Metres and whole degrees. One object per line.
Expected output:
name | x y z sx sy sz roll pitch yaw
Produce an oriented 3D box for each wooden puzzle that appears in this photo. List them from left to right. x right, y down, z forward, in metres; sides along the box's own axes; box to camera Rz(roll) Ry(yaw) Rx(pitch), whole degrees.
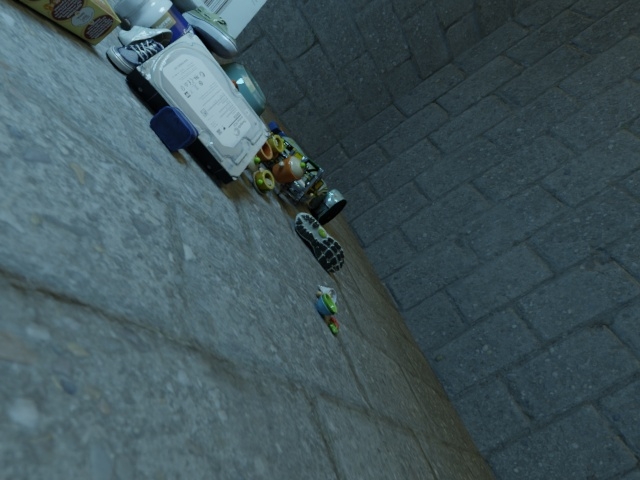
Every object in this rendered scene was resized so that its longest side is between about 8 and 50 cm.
wooden puzzle | -0.247 -0.629 2.542 0.347 0.081 0.322 57 10 8

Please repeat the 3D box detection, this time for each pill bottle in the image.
pill bottle | -0.466 -0.618 1.217 0.264 0.153 0.153 47 13 -40

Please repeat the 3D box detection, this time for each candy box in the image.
candy box | -0.531 -0.508 0.719 0.182 0.088 0.316 56 9 4

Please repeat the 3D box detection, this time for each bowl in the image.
bowl | -0.347 -0.630 1.734 0.311 0.163 0.311 58 9 -15

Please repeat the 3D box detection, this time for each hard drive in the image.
hard drive | -0.295 -0.343 1.059 0.338 0.064 0.236 52 44 -28

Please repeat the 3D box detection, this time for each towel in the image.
towel | -0.125 -0.357 1.977 0.374 0.090 0.320 50 20 0

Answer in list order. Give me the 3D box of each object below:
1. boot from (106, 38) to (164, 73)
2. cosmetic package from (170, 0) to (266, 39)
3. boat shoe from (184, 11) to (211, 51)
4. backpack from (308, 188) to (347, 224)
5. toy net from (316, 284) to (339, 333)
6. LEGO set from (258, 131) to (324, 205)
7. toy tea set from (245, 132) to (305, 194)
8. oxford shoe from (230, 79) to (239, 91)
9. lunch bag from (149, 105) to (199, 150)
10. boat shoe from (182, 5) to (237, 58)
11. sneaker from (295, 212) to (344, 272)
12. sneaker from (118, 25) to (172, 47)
boot | -0.444 -0.459 0.988 0.069 0.086 0.190 52 10 -21
cosmetic package | -0.432 -0.963 1.529 0.329 0.327 0.394 41 -10 -38
boat shoe | -0.515 -0.766 1.448 0.340 0.158 0.127 57 9 5
backpack | 0.042 -0.192 2.176 0.144 0.189 0.166 59 11 17
toy net | 0.035 0.198 1.263 0.122 0.045 0.232 54 10 -7
LEGO set | -0.146 -0.272 1.701 0.331 0.192 0.255 41 -7 -8
toy tea set | -0.162 -0.276 1.423 0.199 0.125 0.336 68 28 -15
oxford shoe | -0.365 -0.412 1.219 0.363 0.133 0.129 -68 163 -64
lunch bag | -0.332 -0.257 0.920 0.098 0.067 0.065 53 10 -11
boat shoe | -0.344 -0.669 1.271 0.302 0.094 0.109 43 -4 30
sneaker | 0.000 0.000 1.604 0.278 0.107 0.118 56 0 -13
sneaker | -0.473 -0.559 1.100 0.061 0.053 0.152 47 49 5
